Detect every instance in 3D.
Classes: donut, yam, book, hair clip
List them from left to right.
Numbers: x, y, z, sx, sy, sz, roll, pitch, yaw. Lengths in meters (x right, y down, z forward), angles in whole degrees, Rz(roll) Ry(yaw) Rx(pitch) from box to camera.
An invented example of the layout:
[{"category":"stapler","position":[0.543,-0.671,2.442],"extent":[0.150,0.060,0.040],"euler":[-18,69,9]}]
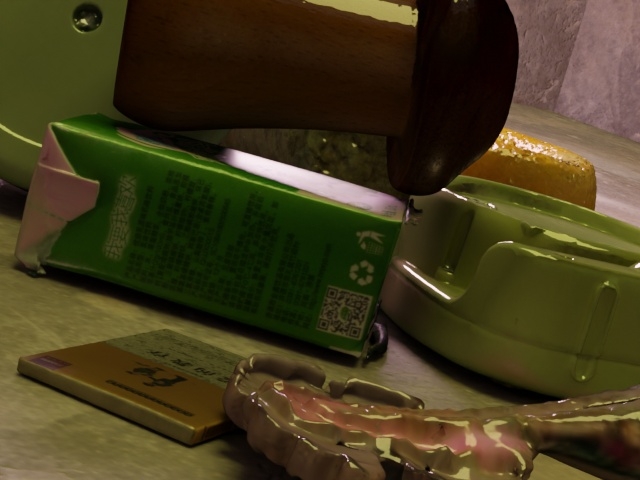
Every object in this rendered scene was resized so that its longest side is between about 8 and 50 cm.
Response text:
[{"category":"book","position":[-0.084,0.083,1.035],"extent":[0.118,0.012,0.172],"euler":[19,10,21]},{"category":"yam","position":[0.008,-0.112,1.748],"extent":[0.195,0.195,0.300],"euler":[9,11,-34]},{"category":"hair clip","position":[0.091,0.111,0.984],"extent":[0.300,0.069,0.173],"euler":[2,13,-19]},{"category":"donut","position":[0.202,-0.075,2.060],"extent":[0.277,0.108,0.277],"euler":[16,10,-3]}]

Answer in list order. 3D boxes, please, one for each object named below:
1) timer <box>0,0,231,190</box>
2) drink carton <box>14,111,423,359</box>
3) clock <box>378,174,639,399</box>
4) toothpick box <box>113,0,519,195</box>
[{"category":"timer","position":[-0.191,-0.146,1.540],"extent":[0.290,0.291,0.315],"euler":[16,-12,1]},{"category":"drink carton","position":[-0.069,-0.006,1.270],"extent":[0.271,0.108,0.161],"euler":[15,8,3]},{"category":"clock","position":[0.182,0.033,1.416],"extent":[0.286,0.117,0.348],"euler":[11,11,-27]},{"category":"toothpick box","position":[0.000,-0.142,1.311],"extent":[0.294,0.192,0.192],"euler":[9,11,-7]}]
